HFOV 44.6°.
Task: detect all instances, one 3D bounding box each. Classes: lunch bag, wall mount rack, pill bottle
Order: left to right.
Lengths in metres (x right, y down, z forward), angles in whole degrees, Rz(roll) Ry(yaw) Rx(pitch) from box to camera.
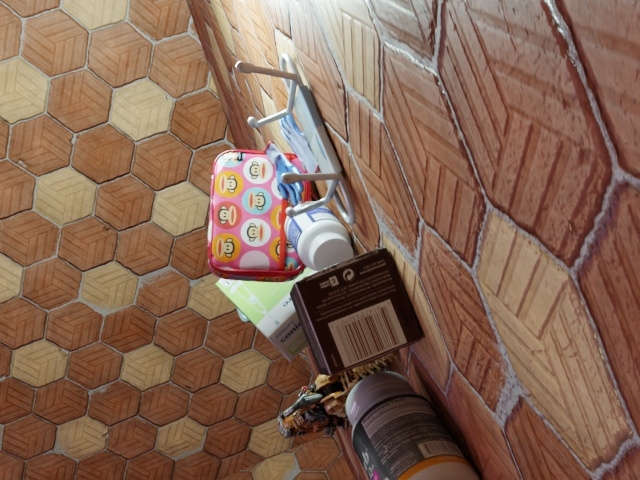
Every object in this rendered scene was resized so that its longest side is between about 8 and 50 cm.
[{"bbox_3d":[-0.119,-0.051,1.752,0.120,0.258,0.293,116,156,-75],"label":"lunch bag"},{"bbox_3d":[-0.050,-0.180,1.394,0.304,0.130,0.350,108,140,-78],"label":"wall mount rack"},{"bbox_3d":[0.000,0.000,1.593,0.187,0.112,0.112,-125,16,-63],"label":"pill bottle"},{"bbox_3d":[0.148,0.360,1.342,0.278,0.162,0.162,-124,15,-57],"label":"pill bottle"}]

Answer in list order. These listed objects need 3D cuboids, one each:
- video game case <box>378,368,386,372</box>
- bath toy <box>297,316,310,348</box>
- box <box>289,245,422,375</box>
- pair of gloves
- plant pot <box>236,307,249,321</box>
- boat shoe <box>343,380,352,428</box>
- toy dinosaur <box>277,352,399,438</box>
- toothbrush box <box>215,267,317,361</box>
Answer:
[{"bbox_3d":[0.095,0.193,1.780,0.193,0.023,0.212,79,168,-51],"label":"video game case"},{"bbox_3d":[0.030,0.150,1.653,0.151,0.129,0.348,28,161,2],"label":"bath toy"},{"bbox_3d":[0.053,0.127,1.348,0.203,0.168,0.167,119,129,-80],"label":"box"},{"bbox_3d":[-0.061,-0.174,1.634,0.159,0.023,0.198,58,145,20],"label":"pair of gloves"},{"bbox_3d":[-0.121,0.095,2.258,0.248,0.247,0.252,66,-173,18],"label":"plant pot"},{"bbox_3d":[0.102,0.423,1.942,0.355,0.130,0.132,-151,41,-78],"label":"boat shoe"},{"bbox_3d":[0.049,0.328,1.620,0.321,0.218,0.165,-21,70,43],"label":"toy dinosaur"},{"bbox_3d":[-0.100,0.134,1.958,0.283,0.206,0.122,35,166,49],"label":"toothbrush box"}]
